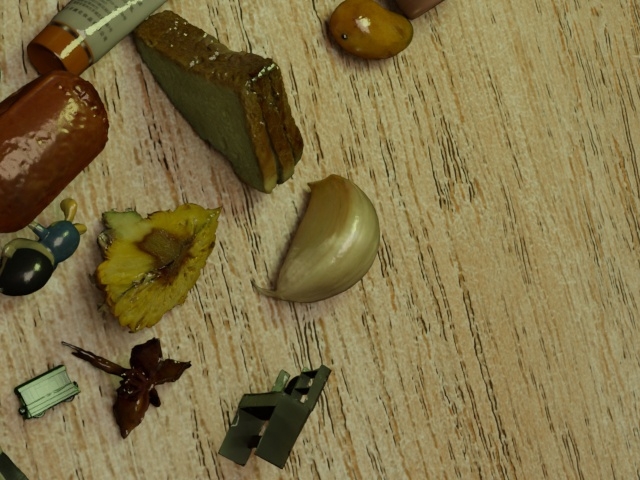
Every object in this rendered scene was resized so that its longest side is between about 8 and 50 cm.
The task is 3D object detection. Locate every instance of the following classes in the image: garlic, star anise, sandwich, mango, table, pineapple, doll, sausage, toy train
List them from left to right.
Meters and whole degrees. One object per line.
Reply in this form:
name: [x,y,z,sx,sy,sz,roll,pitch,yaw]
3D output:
sausage: [-0.423,-0.129,1.462,0.268,0.153,0.141,-51,119,-24]
doll: [-0.414,0.017,1.481,0.179,0.088,0.102,-56,146,-42]
toy train: [-0.400,0.222,1.474,0.093,0.038,0.056,-27,92,-30]
star anise: [-0.299,0.197,1.533,0.158,0.144,0.140,-52,151,-19]
pineapple: [-0.280,0.040,1.554,0.164,0.140,0.250,19,47,18]
sandwich: [-0.162,-0.222,1.647,0.099,0.288,0.254,-45,147,-21]
table: [-0.073,0.266,1.582,0.062,0.146,0.175,34,66,-19]
garlic: [0.010,0.010,1.705,0.164,0.145,0.245,25,67,12]
mango: [0.093,-0.380,1.836,0.165,0.089,0.115,20,62,-28]

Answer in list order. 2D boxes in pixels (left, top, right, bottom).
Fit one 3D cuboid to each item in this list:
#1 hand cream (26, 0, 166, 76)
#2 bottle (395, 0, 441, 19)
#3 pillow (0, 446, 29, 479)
hand cream: [-0.334,-0.377,1.599,0.139,0.089,0.314,35,64,10]
bottle: [0.158,-0.571,1.841,0.173,0.206,0.297,-31,97,7]
pillow: [-0.506,0.308,1.361,0.186,0.106,0.250,-33,92,-30]
